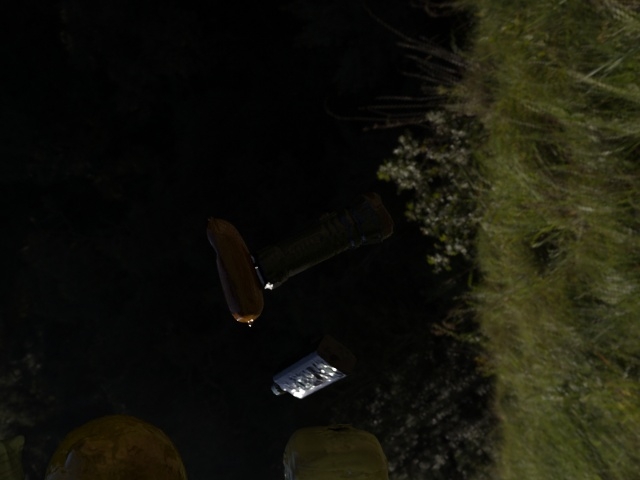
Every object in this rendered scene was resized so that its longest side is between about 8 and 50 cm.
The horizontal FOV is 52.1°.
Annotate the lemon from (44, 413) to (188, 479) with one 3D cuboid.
[{"bbox_3d":[-0.356,0.429,1.153,0.233,0.233,0.288,42,164,43],"label":"lemon"}]

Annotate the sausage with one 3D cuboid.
[{"bbox_3d":[-0.128,0.047,1.007,0.062,0.054,0.183,-35,-67,-63],"label":"sausage"}]

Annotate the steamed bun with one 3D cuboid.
[{"bbox_3d":[0.034,0.522,1.466,0.166,0.232,0.272,-106,9,-60],"label":"steamed bun"}]

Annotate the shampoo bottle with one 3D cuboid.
[{"bbox_3d":[-0.037,0.320,1.577,0.098,0.071,0.309,36,141,-11],"label":"shampoo bottle"}]

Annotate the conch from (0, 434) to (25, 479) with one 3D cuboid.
[{"bbox_3d":[-0.361,0.249,0.682,0.234,0.114,0.137,29,155,24],"label":"conch"}]

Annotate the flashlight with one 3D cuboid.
[{"bbox_3d":[0.000,0.000,1.054,0.093,0.232,0.093,61,167,24],"label":"flashlight"}]
